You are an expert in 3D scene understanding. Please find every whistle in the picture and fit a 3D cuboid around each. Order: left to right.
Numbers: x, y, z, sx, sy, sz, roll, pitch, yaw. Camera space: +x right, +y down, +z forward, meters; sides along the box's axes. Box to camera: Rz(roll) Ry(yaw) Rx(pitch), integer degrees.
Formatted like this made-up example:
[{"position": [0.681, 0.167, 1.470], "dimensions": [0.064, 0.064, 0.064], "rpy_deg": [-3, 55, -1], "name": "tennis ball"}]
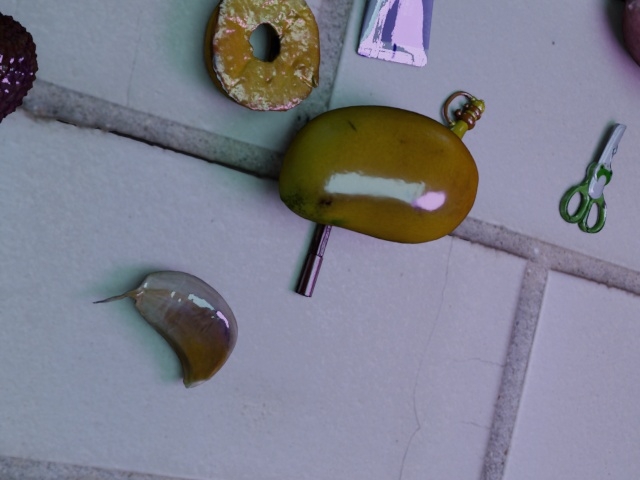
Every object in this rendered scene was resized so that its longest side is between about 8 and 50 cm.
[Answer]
[{"position": [0.225, -0.197, 1.548], "dimensions": [0.109, 0.057, 0.046], "rpy_deg": [-55, 161, -22], "name": "whistle"}]

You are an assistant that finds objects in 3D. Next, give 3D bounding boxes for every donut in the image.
[{"position": [-0.088, -0.273, 1.349], "dimensions": [0.174, 0.075, 0.190], "rpy_deg": [-12, 96, -25], "name": "donut"}]

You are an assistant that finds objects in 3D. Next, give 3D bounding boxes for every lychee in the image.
[{"position": [-0.439, -0.200, 1.117], "dimensions": [0.188, 0.188, 0.188], "rpy_deg": [-3, 96, -28], "name": "lychee"}]

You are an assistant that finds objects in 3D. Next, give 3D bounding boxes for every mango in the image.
[{"position": [0.084, -0.097, 1.390], "dimensions": [0.317, 0.173, 0.211], "rpy_deg": [2, 64, -28], "name": "mango"}]

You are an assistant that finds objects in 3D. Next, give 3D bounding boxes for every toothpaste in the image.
[{"position": [0.138, -0.460, 1.452], "dimensions": [0.125, 0.080, 0.371], "rpy_deg": [3, 98, -27], "name": "toothpaste"}]

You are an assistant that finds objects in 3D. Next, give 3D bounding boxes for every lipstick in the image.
[{"position": [0.000, 0.000, 1.449], "dimensions": [0.027, 0.027, 0.176], "rpy_deg": [21, 83, -28], "name": "lipstick"}]

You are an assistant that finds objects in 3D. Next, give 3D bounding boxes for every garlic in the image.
[{"position": [-0.200, 0.107, 1.321], "dimensions": [0.128, 0.090, 0.198], "rpy_deg": [-45, 118, -4], "name": "garlic"}]

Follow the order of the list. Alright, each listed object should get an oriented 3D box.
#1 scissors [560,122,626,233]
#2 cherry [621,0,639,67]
[{"position": [0.498, -0.117, 1.698], "dimensions": [0.101, 0.027, 0.204], "rpy_deg": [25, 85, -30], "name": "scissors"}, {"position": [0.660, -0.377, 1.656], "dimensions": [0.308, 0.221, 0.261], "rpy_deg": [5, 84, -15], "name": "cherry"}]
